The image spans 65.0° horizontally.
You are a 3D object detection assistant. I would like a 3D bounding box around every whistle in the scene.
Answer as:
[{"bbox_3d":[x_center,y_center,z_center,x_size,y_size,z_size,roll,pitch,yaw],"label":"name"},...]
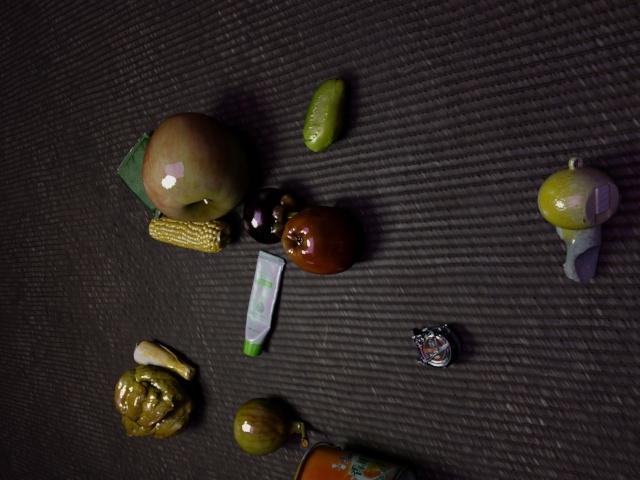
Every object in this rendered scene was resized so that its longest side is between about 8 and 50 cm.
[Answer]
[{"bbox_3d":[0.429,-0.036,0.848,0.123,0.123,0.222,2,117,34],"label":"whistle"}]

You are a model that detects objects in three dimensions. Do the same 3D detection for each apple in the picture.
[{"bbox_3d":[0.004,0.000,1.102,0.147,0.158,0.155,-2,92,33],"label":"apple"},{"bbox_3d":[-0.306,-0.178,1.230,0.257,0.257,0.233,-33,66,33],"label":"apple"}]

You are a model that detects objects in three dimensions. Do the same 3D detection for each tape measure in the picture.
[{"bbox_3d":[0.241,0.221,1.040,0.094,0.054,0.091,-11,93,42],"label":"tape measure"}]

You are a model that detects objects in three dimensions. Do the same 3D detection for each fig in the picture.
[{"bbox_3d":[-0.131,0.474,1.298,0.187,0.148,0.142,-13,73,-2],"label":"fig"}]

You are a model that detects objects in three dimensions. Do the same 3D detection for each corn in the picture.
[{"bbox_3d":[-0.351,-0.025,1.376,0.311,0.102,0.101,8,102,40],"label":"corn"}]

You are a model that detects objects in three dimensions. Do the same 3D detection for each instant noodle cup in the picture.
[{"bbox_3d":[0.082,0.602,1.086,0.214,0.296,0.295,-3,96,27],"label":"instant noodle cup"}]

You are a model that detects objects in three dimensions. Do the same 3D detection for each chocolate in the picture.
[{"bbox_3d":[-0.471,0.375,1.543,0.220,0.086,0.085,15,106,28],"label":"chocolate"}]

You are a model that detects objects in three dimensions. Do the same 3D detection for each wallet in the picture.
[{"bbox_3d":[-0.478,-0.187,1.440,0.236,0.055,0.160,42,93,27],"label":"wallet"}]

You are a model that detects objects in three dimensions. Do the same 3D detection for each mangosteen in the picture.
[{"bbox_3d":[-0.108,-0.057,1.186,0.152,0.137,0.136,5,100,37],"label":"mangosteen"}]

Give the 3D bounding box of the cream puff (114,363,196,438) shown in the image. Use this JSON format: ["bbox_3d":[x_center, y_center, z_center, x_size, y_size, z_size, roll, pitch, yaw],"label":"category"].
[{"bbox_3d":[-0.493,0.480,1.491,0.244,0.196,0.243,13,112,33],"label":"cream puff"}]

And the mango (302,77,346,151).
[{"bbox_3d":[0.016,-0.274,1.104,0.091,0.074,0.165,30,102,32],"label":"mango"}]

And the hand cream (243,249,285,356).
[{"bbox_3d":[-0.151,0.168,1.311,0.079,0.050,0.274,13,102,4],"label":"hand cream"}]
